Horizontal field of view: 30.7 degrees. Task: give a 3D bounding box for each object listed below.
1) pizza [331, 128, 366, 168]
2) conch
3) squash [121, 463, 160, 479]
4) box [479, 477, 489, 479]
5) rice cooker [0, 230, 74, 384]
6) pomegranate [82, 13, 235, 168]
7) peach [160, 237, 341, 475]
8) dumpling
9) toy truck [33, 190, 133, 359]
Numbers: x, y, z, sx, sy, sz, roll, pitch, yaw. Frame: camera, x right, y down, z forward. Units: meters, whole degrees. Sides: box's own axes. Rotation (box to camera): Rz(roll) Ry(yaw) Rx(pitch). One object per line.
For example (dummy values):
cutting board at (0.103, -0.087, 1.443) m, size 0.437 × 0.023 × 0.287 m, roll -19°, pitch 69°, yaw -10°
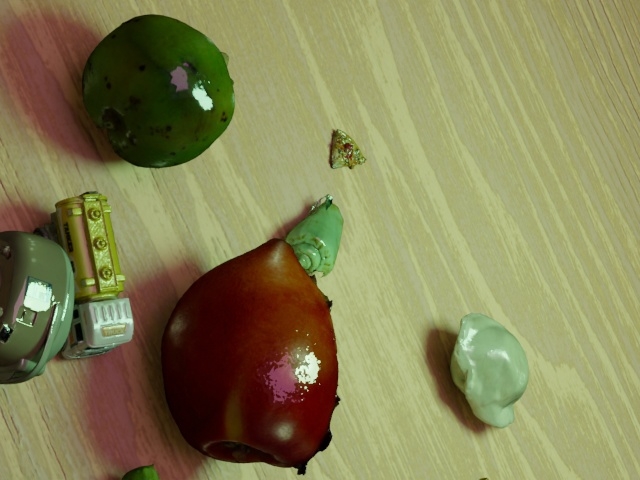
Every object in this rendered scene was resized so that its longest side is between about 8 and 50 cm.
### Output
pizza at (0.048, -0.156, 2.114) m, size 0.083 × 0.025 × 0.078 m, roll 47°, pitch 50°, yaw -22°
conch at (0.000, 0.000, 2.001) m, size 0.170 × 0.079 × 0.106 m, roll -56°, pitch 129°, yaw -43°
squash at (-0.258, 0.463, 1.631) m, size 0.082 × 0.082 × 0.293 m, roll 12°, pitch 68°, yaw -38°
box at (0.282, 0.515, 2.126) m, size 0.156 × 0.022 × 0.089 m, roll -39°, pitch 104°, yaw -41°
rice cooker at (-0.411, 0.086, 1.560) m, size 0.127 × 0.145 × 0.206 m, roll 36°, pitch 56°, yaw -49°
pomegranate at (-0.223, -0.237, 1.786) m, size 0.302 × 0.236 × 0.236 m, roll -36°, pitch 102°, yaw -53°
peach at (-0.117, 0.158, 1.720) m, size 0.201 × 0.257 × 0.362 m, roll 16°, pitch 70°, yaw -43°
dumpling at (0.313, 0.241, 2.164) m, size 0.250 × 0.132 × 0.162 m, roll 57°, pitch 38°, yaw -33°
toy truck at (-0.334, 0.050, 1.662) m, size 0.098 × 0.114 × 0.227 m, roll -6°, pitch 82°, yaw -42°
